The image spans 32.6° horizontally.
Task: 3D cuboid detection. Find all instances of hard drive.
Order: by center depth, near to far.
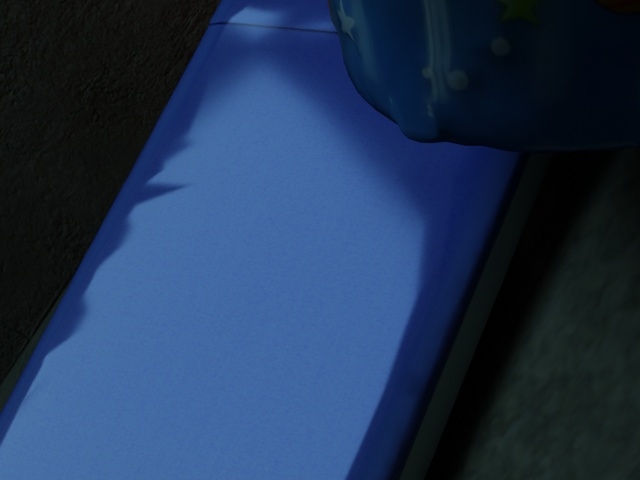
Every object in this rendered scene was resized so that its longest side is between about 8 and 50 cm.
[{"bbox_3d":[-0.024,0.020,0.513,0.210,0.040,0.318,13,69,34],"label":"hard drive"}]

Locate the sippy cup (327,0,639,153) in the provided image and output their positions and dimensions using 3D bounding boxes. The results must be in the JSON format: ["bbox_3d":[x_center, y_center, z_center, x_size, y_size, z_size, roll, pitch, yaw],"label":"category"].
[{"bbox_3d":[0.084,-0.156,0.366,0.240,0.305,0.224,-99,3,-66],"label":"sippy cup"}]
